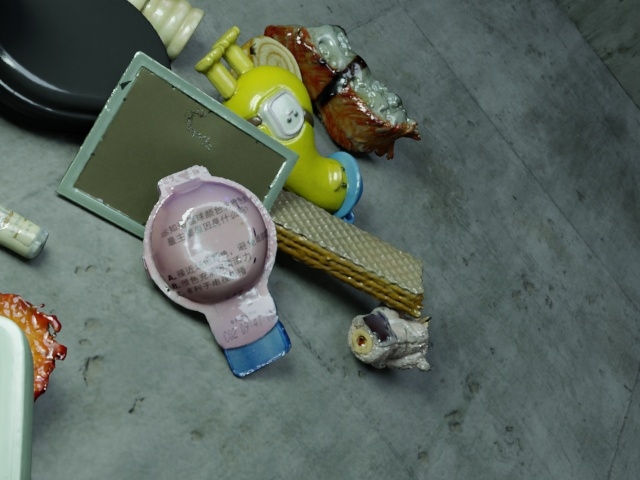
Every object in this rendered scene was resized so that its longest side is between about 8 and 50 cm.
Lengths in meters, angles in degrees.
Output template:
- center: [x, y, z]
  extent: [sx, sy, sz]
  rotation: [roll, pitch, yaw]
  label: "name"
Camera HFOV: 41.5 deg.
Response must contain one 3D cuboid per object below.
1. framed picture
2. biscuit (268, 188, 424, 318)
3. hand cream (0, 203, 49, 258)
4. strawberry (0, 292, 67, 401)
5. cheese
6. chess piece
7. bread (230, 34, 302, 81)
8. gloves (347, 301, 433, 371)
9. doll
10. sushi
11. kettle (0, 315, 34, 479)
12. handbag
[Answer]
- center: [-0.185, -0.093, 1.145]
  extent: [0.273, 0.016, 0.216]
  rotation: [32, 84, -27]
  label: "framed picture"
- center: [0.000, 0.000, 1.274]
  extent: [0.379, 0.054, 0.094]
  rotation: [28, 37, -9]
  label: "biscuit"
- center: [-0.384, -0.029, 0.979]
  extent: [0.143, 0.039, 0.061]
  rotation: [32, 45, -19]
  label: "hand cream"
- center: [-0.343, 0.118, 0.864]
  extent: [0.145, 0.086, 0.145]
  rotation: [29, 40, -28]
  label: "strawberry"
- center: [-0.130, 0.039, 1.125]
  extent: [0.189, 0.074, 0.286]
  rotation: [-27, 98, -21]
  label: "cheese"
- center: [-0.275, -0.365, 1.317]
  extent: [0.170, 0.094, 0.094]
  rotation: [32, 42, -14]
  label: "chess piece"
- center: [-0.089, -0.281, 1.447]
  extent: [0.122, 0.073, 0.149]
  rotation: [22, 49, -36]
  label: "bread"
- center: [0.105, 0.151, 1.300]
  extent: [0.144, 0.094, 0.110]
  rotation: [15, 29, -32]
  label: "gloves"
- center: [-0.059, -0.156, 1.329]
  extent: [0.363, 0.145, 0.199]
  rotation: [51, 48, -21]
  label: "doll"
- center: [0.038, -0.281, 1.538]
  extent: [0.332, 0.124, 0.130]
  rotation: [52, 45, 1]
  label: "sushi"
- center: [-0.389, 0.151, 0.688]
  extent: [0.265, 0.205, 0.318]
  rotation: [11, 54, -32]
  label: "kettle"
- center: [-0.346, -0.258, 1.147]
  extent: [0.308, 0.093, 0.253]
  rotation: [1, 60, -46]
  label: "handbag"
